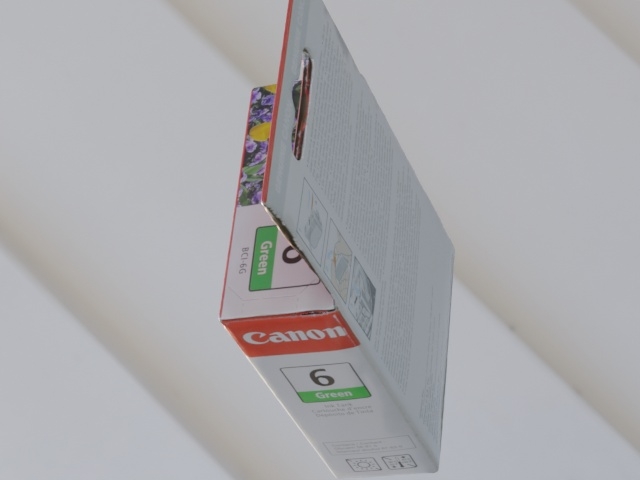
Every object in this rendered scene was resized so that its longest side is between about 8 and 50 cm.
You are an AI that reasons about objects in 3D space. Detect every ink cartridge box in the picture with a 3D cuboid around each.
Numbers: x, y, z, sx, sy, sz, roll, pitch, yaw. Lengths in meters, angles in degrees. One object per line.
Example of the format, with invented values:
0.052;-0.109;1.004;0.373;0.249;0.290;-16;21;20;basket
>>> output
0.000;0.000;0.408;0.115;0.029;0.063;57;-148;-51;ink cartridge box
